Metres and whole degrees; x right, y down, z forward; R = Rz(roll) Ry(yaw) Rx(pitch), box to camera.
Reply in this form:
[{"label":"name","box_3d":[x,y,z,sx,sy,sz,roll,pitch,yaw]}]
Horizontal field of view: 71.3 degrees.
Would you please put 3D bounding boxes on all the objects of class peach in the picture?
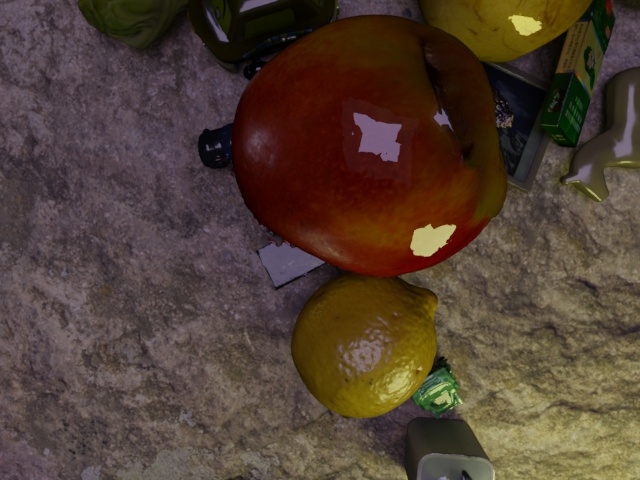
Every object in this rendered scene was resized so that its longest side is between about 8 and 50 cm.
[{"label":"peach","box_3d":[0.057,-0.112,0.617,0.369,0.370,0.371,0,94,2]}]

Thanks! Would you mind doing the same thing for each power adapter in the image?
[{"label":"power adapter","box_3d":[0.222,0.410,0.763,0.129,0.205,0.126,4,94,4]}]

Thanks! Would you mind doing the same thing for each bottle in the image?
[{"label":"bottle","box_3d":[-0.097,-0.187,0.801,0.244,0.072,0.082,-12,66,4]}]

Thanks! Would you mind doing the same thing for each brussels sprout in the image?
[{"label":"brussels sprout","box_3d":[-0.319,-0.448,0.749,0.222,0.161,0.224,1,93,19]}]

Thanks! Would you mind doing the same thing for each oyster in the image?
[{"label":"oyster","box_3d":[0.304,-0.229,0.769,0.054,0.019,0.083,-31,87,-8]}]

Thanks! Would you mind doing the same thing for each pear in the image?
[{"label":"pear","box_3d":[0.282,-0.420,0.680,0.280,0.281,0.281,0,94,2]}]

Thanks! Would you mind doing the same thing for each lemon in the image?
[{"label":"lemon","box_3d":[0.077,0.161,0.742,0.228,0.228,0.253,44,84,-1]}]

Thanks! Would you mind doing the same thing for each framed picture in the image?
[{"label":"framed picture","box_3d":[0.277,-0.229,0.787,0.280,0.019,0.209,23,83,-2]}]

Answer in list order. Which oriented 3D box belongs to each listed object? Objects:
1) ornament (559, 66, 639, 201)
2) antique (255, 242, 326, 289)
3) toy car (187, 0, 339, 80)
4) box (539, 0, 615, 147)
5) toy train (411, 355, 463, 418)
[{"label":"ornament","box_3d":[0.544,-0.183,0.779,0.244,0.061,0.231,-1,96,-1]},{"label":"antique","box_3d":[0.000,0.000,0.808,0.220,0.081,0.080,-28,94,3]},{"label":"toy car","box_3d":[-0.098,-0.393,0.725,0.247,0.198,0.205,-15,94,5]},{"label":"box","box_3d":[0.435,-0.288,0.750,0.034,0.132,0.236,19,95,42]},{"label":"toy train","box_3d":[0.208,0.271,0.801,0.099,0.149,0.081,-33,65,4]}]
